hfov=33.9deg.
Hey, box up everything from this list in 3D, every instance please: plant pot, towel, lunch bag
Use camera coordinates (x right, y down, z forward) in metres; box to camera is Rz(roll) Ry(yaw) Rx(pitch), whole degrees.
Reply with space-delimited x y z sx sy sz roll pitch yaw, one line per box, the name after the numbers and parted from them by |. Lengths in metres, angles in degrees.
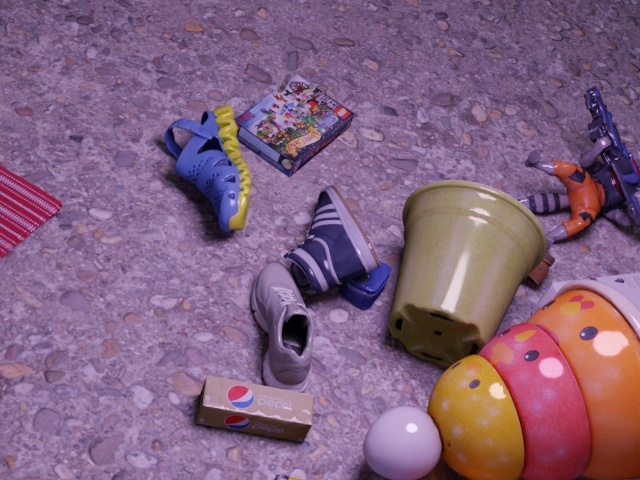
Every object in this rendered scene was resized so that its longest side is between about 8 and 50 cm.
0.243 0.077 1.892 0.276 0.276 0.254 24 57 1 | plant pot
-0.603 -0.032 1.800 0.198 0.031 0.275 30 44 10 | towel
0.088 0.070 1.947 0.067 0.065 0.098 31 46 8 | lunch bag

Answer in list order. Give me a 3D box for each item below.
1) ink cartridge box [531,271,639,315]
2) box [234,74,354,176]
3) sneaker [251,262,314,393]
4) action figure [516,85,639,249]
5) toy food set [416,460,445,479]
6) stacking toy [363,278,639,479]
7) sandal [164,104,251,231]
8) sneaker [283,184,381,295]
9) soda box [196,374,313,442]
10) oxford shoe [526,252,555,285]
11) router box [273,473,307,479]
0.553 0.163 2.017 0.237 0.100 0.172 -5 51 -25 | ink cartridge box
-0.057 -0.243 2.193 0.159 0.044 0.233 35 47 12 | box
-0.052 0.129 1.800 0.099 0.121 0.263 3 48 -20 | sneaker
0.563 -0.145 2.259 0.330 0.178 0.342 -8 78 -33 | action figure
0.167 0.382 1.725 0.082 0.020 0.083 34 46 10 | toy food set
0.298 0.282 1.694 0.479 0.351 0.351 -15 55 -17 | stacking toy
-0.213 -0.134 1.990 0.138 0.126 0.317 -2 42 -18 | sandal
0.000 0.000 1.954 0.153 0.099 0.282 -29 30 0 | sneaker
-0.104 0.272 1.694 0.181 0.058 0.061 12 46 -10 | soda box
0.354 0.026 2.094 0.212 0.076 0.076 25 84 16 | oxford shoe
-0.016 0.450 1.573 0.133 0.046 0.179 13 46 -9 | router box
